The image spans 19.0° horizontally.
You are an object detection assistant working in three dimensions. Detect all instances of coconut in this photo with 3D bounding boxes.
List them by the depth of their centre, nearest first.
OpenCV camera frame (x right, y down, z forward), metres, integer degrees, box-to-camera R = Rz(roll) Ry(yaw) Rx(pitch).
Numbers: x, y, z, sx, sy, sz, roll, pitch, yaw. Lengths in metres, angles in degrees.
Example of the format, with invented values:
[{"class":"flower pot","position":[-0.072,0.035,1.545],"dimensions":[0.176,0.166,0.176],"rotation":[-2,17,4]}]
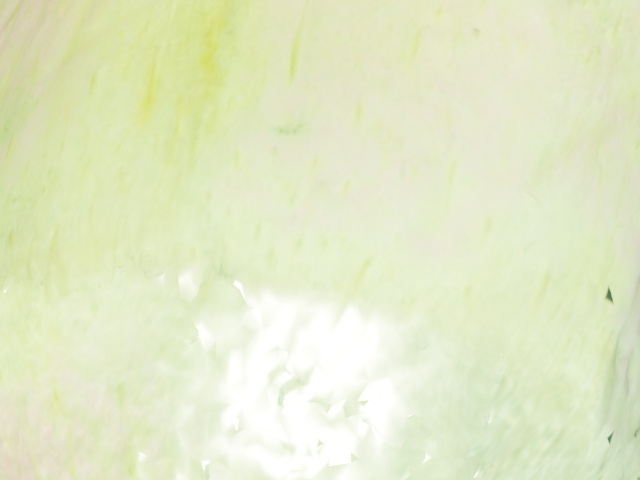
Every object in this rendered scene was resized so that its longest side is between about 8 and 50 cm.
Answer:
[{"class":"coconut","position":[0.000,0.000,0.485],"dimensions":[0.205,0.235,0.236],"rotation":[3,171,16]}]
